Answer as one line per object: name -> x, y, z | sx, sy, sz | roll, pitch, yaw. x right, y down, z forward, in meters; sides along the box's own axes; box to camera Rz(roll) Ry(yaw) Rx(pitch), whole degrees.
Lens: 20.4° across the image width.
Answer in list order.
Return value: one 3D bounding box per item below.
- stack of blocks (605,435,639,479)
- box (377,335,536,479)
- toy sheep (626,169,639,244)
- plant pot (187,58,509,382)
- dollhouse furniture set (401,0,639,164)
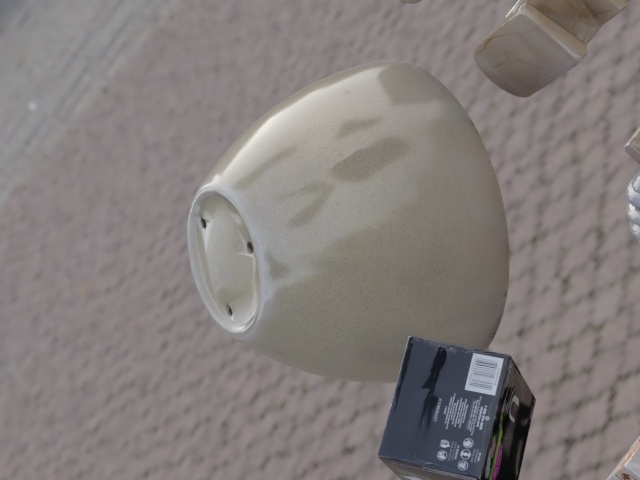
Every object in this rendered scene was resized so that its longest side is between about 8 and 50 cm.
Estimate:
stack of blocks -> 0.446, 0.177, 1.792 | 0.297, 0.171, 0.087 | -48, -9, -17
box -> 0.067, 0.089, 0.852 | 0.083, 0.052, 0.062 | 54, -130, -65
toy sheep -> 0.307, -0.027, 1.543 | 0.091, 0.132, 0.091 | -20, 21, 8
plant pot -> 0.000, 0.000, 1.517 | 0.191, 0.284, 0.284 | -14, -4, -30
dollhouse furniture set -> 0.282, -0.261, 1.643 | 0.362, 0.394, 0.256 | -50, 4, -18
